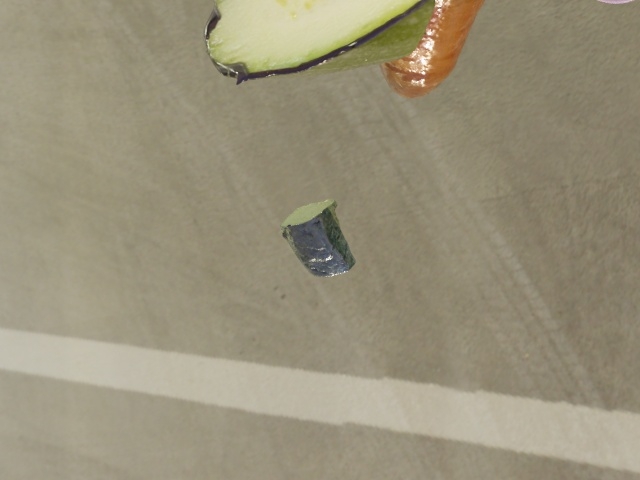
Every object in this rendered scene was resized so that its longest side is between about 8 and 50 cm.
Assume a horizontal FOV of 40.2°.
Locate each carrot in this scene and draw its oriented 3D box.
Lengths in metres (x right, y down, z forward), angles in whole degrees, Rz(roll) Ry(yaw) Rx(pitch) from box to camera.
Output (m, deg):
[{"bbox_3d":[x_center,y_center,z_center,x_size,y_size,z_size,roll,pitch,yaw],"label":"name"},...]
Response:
[{"bbox_3d":[0.137,-0.282,1.128,0.159,0.159,0.225,23,142,17],"label":"carrot"}]

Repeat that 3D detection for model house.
[{"bbox_3d":[0.000,0.000,1.066,0.079,0.066,0.083,-14,112,47],"label":"model house"}]

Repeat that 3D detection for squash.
[{"bbox_3d":[-0.002,-0.183,0.746,0.184,0.192,0.085,-30,138,7],"label":"squash"}]

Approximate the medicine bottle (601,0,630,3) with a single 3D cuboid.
[{"bbox_3d":[0.603,-0.597,1.627,0.202,0.316,0.202,30,144,25],"label":"medicine bottle"}]
